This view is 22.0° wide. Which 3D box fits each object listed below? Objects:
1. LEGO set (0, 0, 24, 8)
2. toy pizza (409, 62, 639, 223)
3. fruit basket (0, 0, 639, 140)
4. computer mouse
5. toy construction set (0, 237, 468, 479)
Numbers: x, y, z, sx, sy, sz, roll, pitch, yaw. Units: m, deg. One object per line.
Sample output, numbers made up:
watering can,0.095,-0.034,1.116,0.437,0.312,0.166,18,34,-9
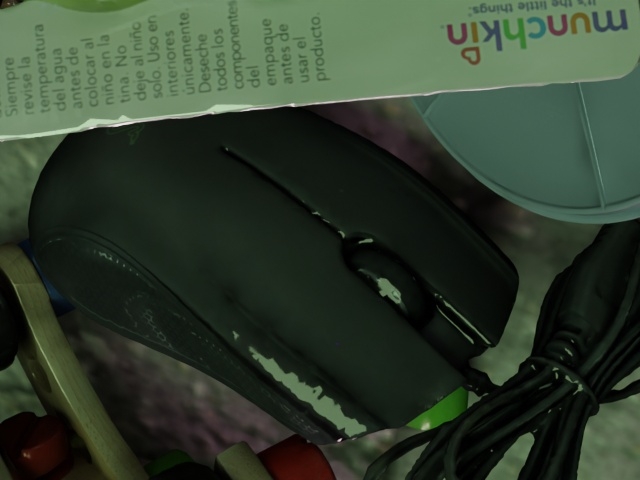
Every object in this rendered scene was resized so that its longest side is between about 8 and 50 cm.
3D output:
LEGO set,-0.251,-0.174,0.638,0.331,0.192,0.255,41,124,-2
toy pizza,0.090,-0.106,0.588,0.201,0.032,0.201,21,118,46
fruit basket,-0.095,-0.183,0.514,0.353,0.165,0.327,-8,78,7
computer mouse,0.000,0.000,0.648,0.272,0.188,0.072,24,143,22
toy construction set,-0.112,0.167,0.711,0.257,0.309,0.237,14,126,25
